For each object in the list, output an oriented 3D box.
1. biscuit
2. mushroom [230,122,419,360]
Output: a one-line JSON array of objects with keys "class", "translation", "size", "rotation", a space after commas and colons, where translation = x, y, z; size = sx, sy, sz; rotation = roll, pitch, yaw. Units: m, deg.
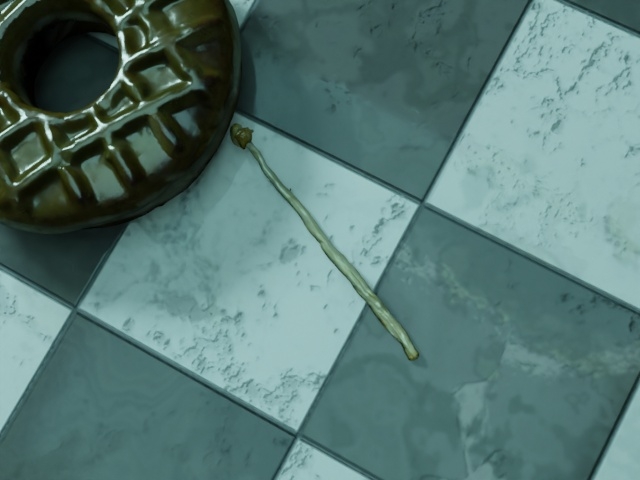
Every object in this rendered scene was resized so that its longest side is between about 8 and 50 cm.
[{"class": "biscuit", "translation": [-0.240, -0.163, 0.846], "size": [0.332, 0.103, 0.332], "rotation": [-1, 78, 4]}, {"class": "mushroom", "translation": [0.003, -0.001, 0.832], "size": [0.026, 0.028, 0.286], "rotation": [-41, 83, 31]}]
